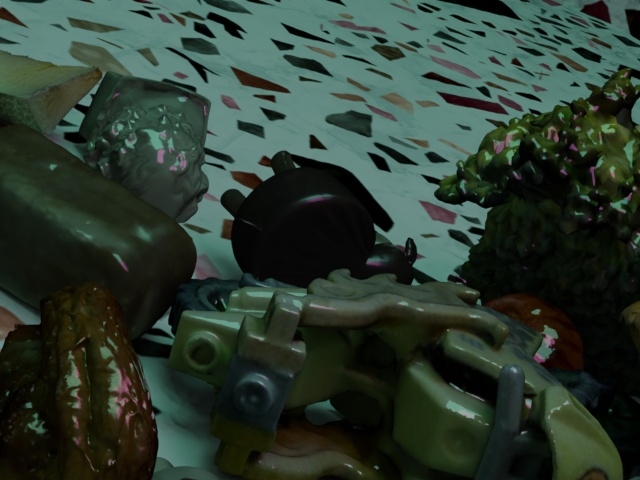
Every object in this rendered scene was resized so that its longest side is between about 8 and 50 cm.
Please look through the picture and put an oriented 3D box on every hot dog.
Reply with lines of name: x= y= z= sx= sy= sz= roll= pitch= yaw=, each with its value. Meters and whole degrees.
hot dog: x=-0.179 y=0.116 z=1.237 sx=0.099 sy=0.160 sz=0.227 roll=41 pitch=6 yaw=-24

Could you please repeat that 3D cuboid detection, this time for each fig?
fig: x=0.174 y=0.111 z=1.627 sx=0.128 sy=0.128 sz=0.150 roll=25 pitch=-7 yaw=8

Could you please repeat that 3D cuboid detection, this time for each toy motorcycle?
toy motorcycle: x=0.072 y=0.124 z=1.431 sx=0.410 sy=0.169 sz=0.237 roll=16 pitch=15 yaw=0

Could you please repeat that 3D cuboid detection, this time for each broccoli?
broccoli: x=0.271 y=0.010 z=1.701 sx=0.324 sy=0.334 sz=0.272 roll=-4 pitch=55 yaw=6

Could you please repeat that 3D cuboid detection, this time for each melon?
melon: x=-0.319 y=-0.165 z=1.864 sx=0.182 sy=0.054 sz=0.098 roll=16 pitch=48 yaw=35

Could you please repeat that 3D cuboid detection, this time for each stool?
stool: x=0.000 y=0.000 z=1.712 sx=0.217 sy=0.125 sz=0.121 roll=20 pitch=18 yaw=-32

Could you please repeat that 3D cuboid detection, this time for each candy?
candy: x=-0.219 y=-0.008 z=1.525 sx=0.234 sy=0.102 sz=0.104 roll=33 pitch=38 yaw=21

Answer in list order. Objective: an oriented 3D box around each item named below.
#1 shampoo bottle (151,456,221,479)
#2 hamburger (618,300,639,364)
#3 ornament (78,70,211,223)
shampoo bottle: x=-0.072 y=0.221 z=1.160 sx=0.085 sy=0.085 sz=0.262 roll=9 pitch=24 yaw=-29
hamburger: x=0.349 y=0.159 z=1.462 sx=0.144 sy=0.283 sz=0.259 roll=-19 pitch=47 yaw=8
ornament: x=-0.167 y=-0.093 z=1.759 sx=0.120 sy=0.130 sz=0.285 roll=23 pitch=20 yaw=-12
